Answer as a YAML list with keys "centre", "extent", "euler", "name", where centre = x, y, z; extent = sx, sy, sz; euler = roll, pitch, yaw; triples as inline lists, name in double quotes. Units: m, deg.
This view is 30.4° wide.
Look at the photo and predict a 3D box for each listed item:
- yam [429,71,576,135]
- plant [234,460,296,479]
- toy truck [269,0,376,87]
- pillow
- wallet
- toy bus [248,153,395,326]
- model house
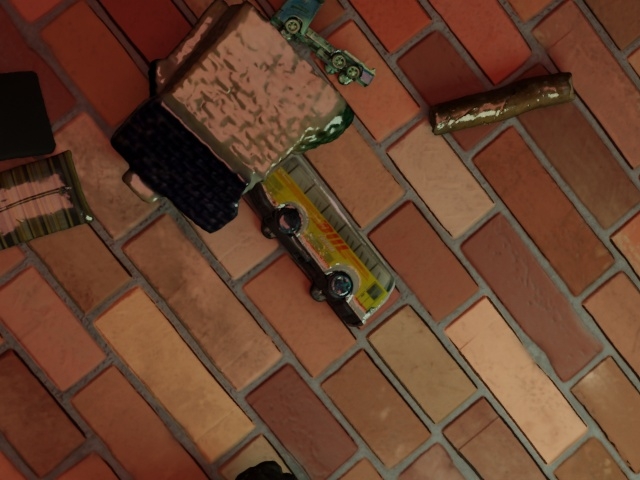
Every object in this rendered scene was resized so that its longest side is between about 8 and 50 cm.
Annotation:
- centre: [0.279, -0.210, 1.798]
  extent: [0.241, 0.057, 0.056]
  euler: [-15, 93, -10]
  name: "yam"
- centre: [-0.061, 0.423, 1.635]
  extent: [0.188, 0.276, 0.198]
  euler: [30, 80, -2]
  name: "plant"
- centre: [0.014, -0.301, 1.745]
  extent: [0.175, 0.067, 0.081]
  euler: [36, 83, -8]
  name: "toy truck"
- centre: [-0.437, -0.048, 1.681]
  extent: [0.204, 0.038, 0.113]
  euler: [-20, 93, -10]
  name: "pillow"
- centre: [-0.459, -0.165, 1.599]
  extent: [0.025, 0.244, 0.124]
  euler: [-13, 93, 29]
  name: "wallet"
- centre: [0.000, 0.000, 1.736]
  extent: [0.106, 0.092, 0.268]
  euler: [-40, 96, -17]
  name: "toy bus"
- centre: [-0.146, -0.159, 1.603]
  extent: [0.284, 0.298, 0.243]
  euler: [-43, 102, -4]
  name: "model house"
